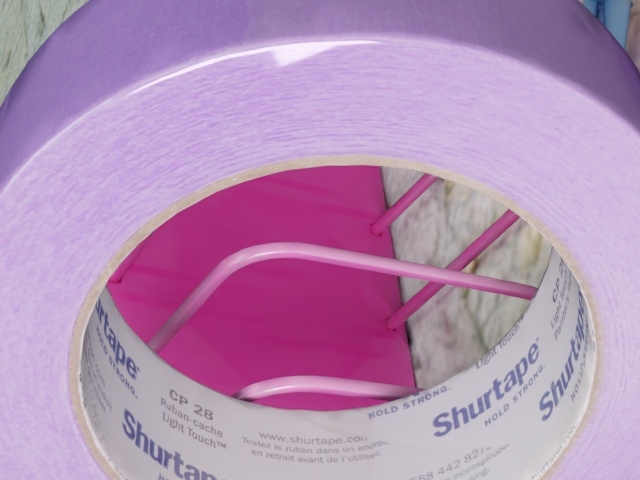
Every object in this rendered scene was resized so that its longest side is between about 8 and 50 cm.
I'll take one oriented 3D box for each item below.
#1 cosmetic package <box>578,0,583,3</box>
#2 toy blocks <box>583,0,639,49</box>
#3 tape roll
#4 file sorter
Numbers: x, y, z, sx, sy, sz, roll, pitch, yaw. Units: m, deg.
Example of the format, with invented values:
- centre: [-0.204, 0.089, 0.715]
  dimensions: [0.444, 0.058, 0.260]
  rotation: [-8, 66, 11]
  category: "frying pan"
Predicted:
- centre: [0.057, -0.293, 0.631]
  dimensions: [0.161, 0.230, 0.453]
  rotation: [-93, 25, -84]
  category: "cosmetic package"
- centre: [0.122, -0.141, 0.770]
  dimensions: [0.123, 0.054, 0.148]
  rotation: [-13, 70, 63]
  category: "toy blocks"
- centre: [0.004, 0.025, 0.566]
  dimensions: [0.090, 0.275, 0.275]
  rotation: [-93, 24, -55]
  category: "tape roll"
- centre: [0.000, 0.000, 0.816]
  dimensions: [0.182, 0.202, 0.290]
  rotation: [-45, 43, 46]
  category: "file sorter"
